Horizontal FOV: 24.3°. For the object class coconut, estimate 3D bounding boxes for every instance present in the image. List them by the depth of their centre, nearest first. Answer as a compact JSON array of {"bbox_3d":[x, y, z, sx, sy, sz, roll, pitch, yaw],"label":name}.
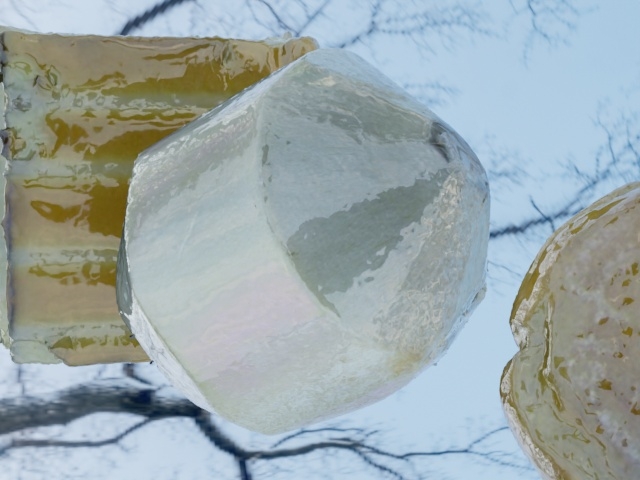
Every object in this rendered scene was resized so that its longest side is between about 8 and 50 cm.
[{"bbox_3d":[-0.002,0.000,0.904,0.241,0.241,0.241,-2,-97,15],"label":"coconut"}]

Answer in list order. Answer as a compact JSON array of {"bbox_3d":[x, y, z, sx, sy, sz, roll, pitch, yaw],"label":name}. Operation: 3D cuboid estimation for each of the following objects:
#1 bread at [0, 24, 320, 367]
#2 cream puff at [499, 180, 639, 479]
[{"bbox_3d":[-0.121,-0.036,1.067,0.246,0.111,0.239,-3,-84,-14],"label":"bread"},{"bbox_3d":[0.171,0.056,0.597,0.189,0.129,0.189,-5,-109,14],"label":"cream puff"}]
